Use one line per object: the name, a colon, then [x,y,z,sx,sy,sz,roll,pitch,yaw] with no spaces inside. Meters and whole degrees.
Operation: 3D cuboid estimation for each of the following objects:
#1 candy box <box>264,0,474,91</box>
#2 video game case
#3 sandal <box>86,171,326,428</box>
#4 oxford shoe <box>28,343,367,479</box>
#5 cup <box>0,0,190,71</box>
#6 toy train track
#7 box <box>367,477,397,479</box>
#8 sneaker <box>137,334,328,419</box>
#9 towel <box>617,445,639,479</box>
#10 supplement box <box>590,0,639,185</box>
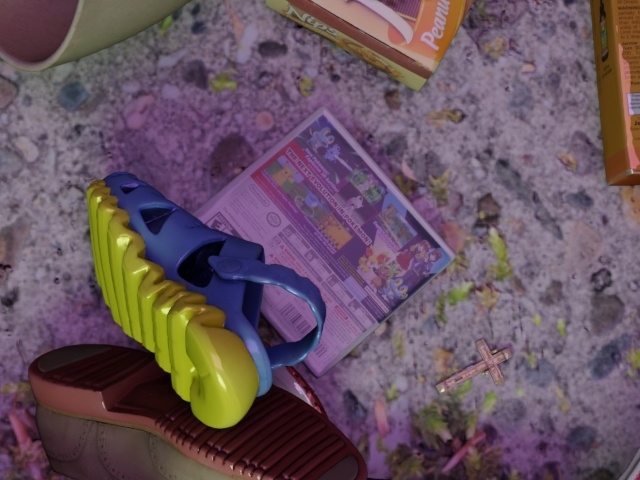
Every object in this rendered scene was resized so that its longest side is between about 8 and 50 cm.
candy box: [0.100,-0.331,1.338,0.183,0.087,0.316,29,81,-1]
video game case: [0.000,0.000,1.316,0.183,0.023,0.201,-41,87,-9]
sandal: [-0.105,0.037,1.183,0.138,0.126,0.317,-21,44,-25]
oxford shoe: [-0.108,0.191,1.175,0.348,0.123,0.130,16,114,35]
cup: [-0.184,-0.335,1.224,0.237,0.331,0.331,-15,83,-34]
toy train track: [0.151,0.127,1.316,0.083,0.014,0.048,-27,85,-8]
box: [0.043,0.413,1.226,0.318,0.097,0.395,5,81,-3]
sneaker: [-0.078,0.133,1.265,0.225,0.088,0.093,41,84,11]
towel: [0.347,0.331,1.189,0.329,0.037,0.237,42,78,-19]
supplement box: [0.319,-0.175,1.343,0.080,0.078,0.233,-5,83,-6]
